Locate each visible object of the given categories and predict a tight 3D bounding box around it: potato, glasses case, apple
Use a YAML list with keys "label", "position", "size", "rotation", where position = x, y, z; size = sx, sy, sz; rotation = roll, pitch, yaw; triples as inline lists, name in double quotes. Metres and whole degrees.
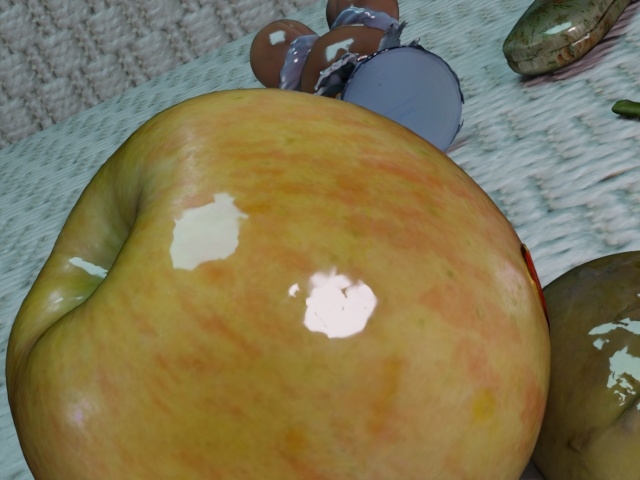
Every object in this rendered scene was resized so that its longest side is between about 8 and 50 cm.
- label: "potato"
  position: [0.258, 0.083, 0.742]
  size: [0.239, 0.115, 0.299]
  rotation: [-17, 26, 12]
- label: "glasses case"
  position: [0.435, -0.399, 1.567]
  size: [0.157, 0.098, 0.425]
  rotation: [-12, 27, 43]
- label: "apple"
  position: [-0.036, 0.080, 0.695]
  size: [0.391, 0.346, 0.391]
  rotation: [-32, 36, 27]

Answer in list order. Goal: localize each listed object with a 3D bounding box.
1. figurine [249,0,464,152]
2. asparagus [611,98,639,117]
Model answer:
- label: "figurine"
  position: [0.055, -0.265, 1.521]
  size: [0.277, 0.248, 0.388]
  rotation: [-27, 21, -2]
- label: "asparagus"
  position: [0.445, -0.152, 1.134]
  size: [0.024, 0.025, 0.248]
  rotation: [10, 6, -28]
